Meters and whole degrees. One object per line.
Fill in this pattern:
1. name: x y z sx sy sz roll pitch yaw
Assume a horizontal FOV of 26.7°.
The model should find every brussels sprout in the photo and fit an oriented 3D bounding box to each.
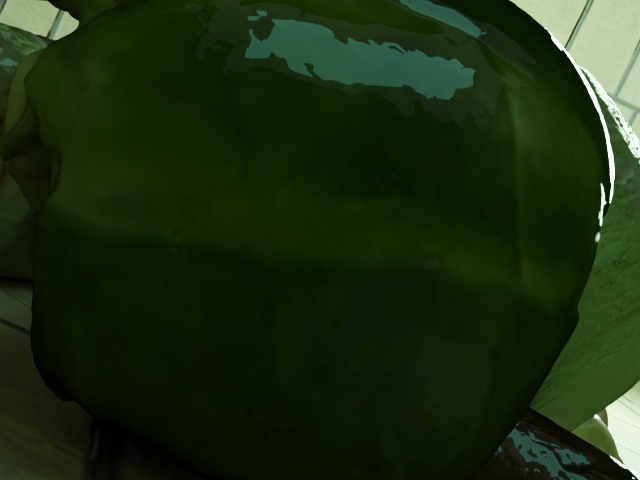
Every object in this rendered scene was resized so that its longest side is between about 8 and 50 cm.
1. brussels sprout: -0.014 -0.018 0.709 0.315 0.276 0.371 9 18 -15

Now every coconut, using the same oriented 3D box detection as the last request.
1. coconut: 0.115 0.016 1.065 0.328 0.328 0.281 25 22 -7

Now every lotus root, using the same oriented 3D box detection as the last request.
1. lotus root: 0.168 0.166 0.868 0.329 0.078 0.167 27 5 22

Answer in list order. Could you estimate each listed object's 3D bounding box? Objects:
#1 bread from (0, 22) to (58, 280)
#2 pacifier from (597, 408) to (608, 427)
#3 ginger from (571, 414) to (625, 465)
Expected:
1. bread: -0.184 -0.059 1.007 0.187 0.155 0.338 32 5 20
2. pacifier: 0.231 0.180 1.312 0.099 0.081 0.078 1 -19 -27
3. ginger: 0.217 0.149 1.215 0.193 0.122 0.115 33 -14 22
